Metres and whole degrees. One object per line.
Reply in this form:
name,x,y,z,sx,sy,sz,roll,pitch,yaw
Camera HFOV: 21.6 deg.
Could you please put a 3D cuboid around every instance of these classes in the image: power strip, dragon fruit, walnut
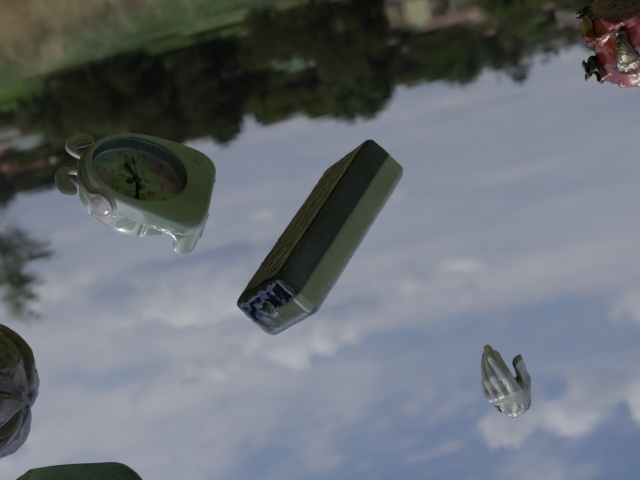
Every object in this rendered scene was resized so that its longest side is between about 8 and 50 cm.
power strip,0.000,0.000,1.927,0.105,0.070,0.257,-35,-164,52
dragon fruit,0.341,-0.231,1.927,0.096,0.102,0.147,-19,-154,-6
walnut,-0.477,0.197,2.179,0.224,0.224,0.224,-15,-173,2

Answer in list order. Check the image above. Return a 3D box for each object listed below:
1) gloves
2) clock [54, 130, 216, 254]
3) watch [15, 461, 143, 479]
gloves,0.154,0.117,1.365,0.044,0.081,0.037,-29,-157,13
clock,-0.227,-0.068,2.053,0.191,0.062,0.151,17,-140,-7
watch,-0.285,0.381,1.900,0.253,0.162,0.241,5,133,-42
